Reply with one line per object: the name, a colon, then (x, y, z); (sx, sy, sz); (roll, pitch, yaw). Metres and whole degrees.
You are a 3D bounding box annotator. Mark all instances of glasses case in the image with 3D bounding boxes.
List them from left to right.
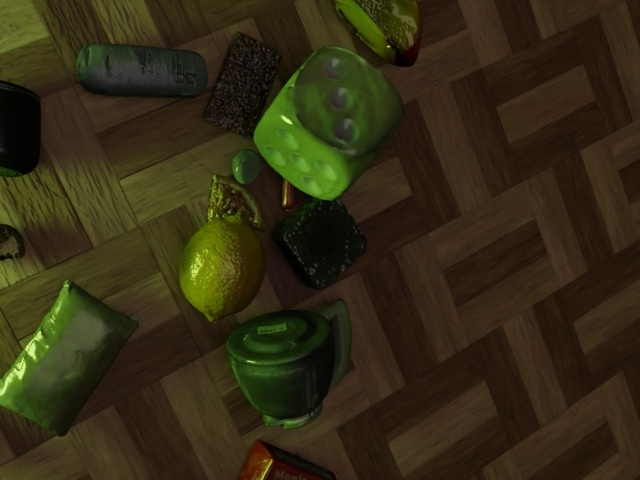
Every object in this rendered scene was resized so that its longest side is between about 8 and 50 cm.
glasses case: (-0.384, -0.366, 1.644); (0.282, 0.067, 0.109); (-1, 90, -25)

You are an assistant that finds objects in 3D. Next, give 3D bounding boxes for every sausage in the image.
sausage: (-0.075, -0.132, 1.806); (0.034, 0.034, 0.129); (3, 92, -24)

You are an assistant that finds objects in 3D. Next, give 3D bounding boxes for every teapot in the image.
teapot: (-0.069, 0.288, 1.765); (0.240, 0.321, 0.239); (-1, 113, 15)

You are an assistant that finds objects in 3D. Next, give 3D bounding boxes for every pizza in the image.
pizza: (-0.210, -0.070, 1.746); (0.131, 0.041, 0.178); (-33, 104, -17)

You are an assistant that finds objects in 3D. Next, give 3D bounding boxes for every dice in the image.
dice: (0.021, -0.261, 1.695); (0.250, 0.254, 0.252); (38, 67, -5)

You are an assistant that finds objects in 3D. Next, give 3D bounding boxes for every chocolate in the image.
chocolate: (-0.092, 0.630, 1.794); (0.237, 0.108, 0.234); (31, 79, -20)

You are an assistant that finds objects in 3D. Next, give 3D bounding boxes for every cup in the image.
cup: (-0.662, -0.224, 1.490); (0.223, 0.169, 0.176); (6, 85, 7)

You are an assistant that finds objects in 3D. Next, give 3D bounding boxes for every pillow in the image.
pillow: (-0.538, 0.247, 1.600); (0.185, 0.075, 0.302); (36, 81, -18)

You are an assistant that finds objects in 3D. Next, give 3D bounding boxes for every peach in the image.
peach: (0.157, -0.548, 1.819); (0.267, 0.159, 0.154); (42, 87, -17)

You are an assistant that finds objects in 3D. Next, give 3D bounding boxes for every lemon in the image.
lemon: (-0.214, 0.058, 1.670); (0.188, 0.188, 0.256); (14, 92, -23)

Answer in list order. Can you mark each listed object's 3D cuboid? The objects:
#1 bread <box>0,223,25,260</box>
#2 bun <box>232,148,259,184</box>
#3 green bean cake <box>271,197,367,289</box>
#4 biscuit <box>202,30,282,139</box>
bread: (-0.665, 0.007, 1.542); (0.113, 0.060, 0.082); (-11, 97, -25)
bun: (-0.175, -0.172, 1.750); (0.083, 0.045, 0.083); (-16, 110, -50)
green bean cake: (0.000, 0.000, 1.811); (0.185, 0.094, 0.183); (-40, 106, -17)
biscuit: (-0.178, -0.360, 1.756); (0.131, 0.025, 0.230); (21, 84, -23)
